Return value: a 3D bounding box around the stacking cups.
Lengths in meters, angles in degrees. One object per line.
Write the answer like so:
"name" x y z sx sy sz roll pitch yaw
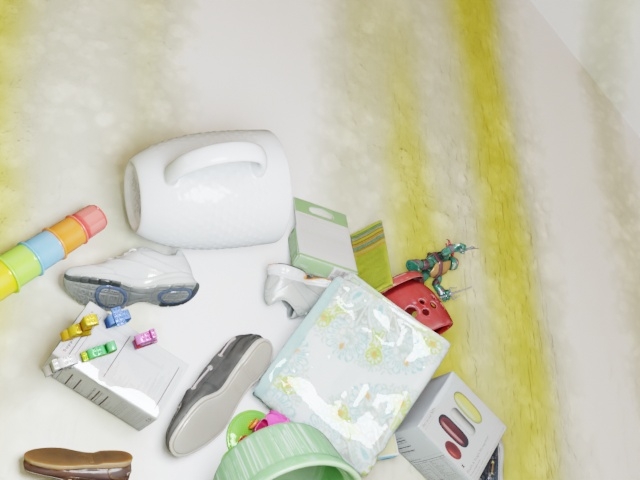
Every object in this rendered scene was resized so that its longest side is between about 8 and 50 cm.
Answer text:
"stacking cups" -0.597 0.021 1.614 0.096 0.096 0.316 48 49 -2

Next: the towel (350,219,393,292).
"towel" 0.129 0.048 1.964 0.021 0.102 0.237 42 27 -34

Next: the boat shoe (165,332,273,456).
"boat shoe" -0.234 0.335 1.677 0.335 0.095 0.112 -47 130 -33

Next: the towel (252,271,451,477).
"towel" 0.077 0.296 1.753 0.320 0.090 0.374 34 72 12

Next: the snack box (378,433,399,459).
"snack box" 0.068 0.374 1.839 0.187 0.060 0.322 1 67 -28

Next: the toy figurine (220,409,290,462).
"toy figurine" -0.127 0.431 1.636 0.130 0.159 0.173 43 54 -6

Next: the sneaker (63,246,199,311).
"sneaker" -0.422 0.079 1.687 0.297 0.111 0.129 3 50 -33

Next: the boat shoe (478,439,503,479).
"boat shoe" 0.421 0.567 1.948 0.083 0.065 0.183 14 62 -26

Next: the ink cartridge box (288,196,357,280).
"ink cartridge box" 0.000 0.000 1.989 0.171 0.056 0.235 18 35 -22

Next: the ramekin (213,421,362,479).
"ramekin" -0.074 0.518 1.543 0.303 0.303 0.148 5 24 -28

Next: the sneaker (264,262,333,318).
"sneaker" -0.029 0.147 1.888 0.262 0.099 0.121 20 78 -22

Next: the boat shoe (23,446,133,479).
"boat shoe" -0.473 0.450 1.480 0.207 0.073 0.073 11 102 -19

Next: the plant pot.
"plant pot" 0.216 0.184 1.941 0.191 0.191 0.174 -17 71 -35

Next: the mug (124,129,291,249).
"mug" -0.251 -0.127 1.705 0.328 0.374 0.276 -6 75 -26

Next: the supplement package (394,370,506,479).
"supplement package" 0.311 0.473 1.878 0.203 0.149 0.194 45 53 -5

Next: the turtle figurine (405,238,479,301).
"turtle figurine" 0.330 0.083 2.106 0.234 0.118 0.175 -12 115 -33

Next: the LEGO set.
"LEGO set" -0.421 0.179 1.458 0.227 0.093 0.087 -16 76 -34

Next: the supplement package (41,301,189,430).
"supplement package" -0.422 0.261 1.561 0.244 0.134 0.139 36 54 -10
